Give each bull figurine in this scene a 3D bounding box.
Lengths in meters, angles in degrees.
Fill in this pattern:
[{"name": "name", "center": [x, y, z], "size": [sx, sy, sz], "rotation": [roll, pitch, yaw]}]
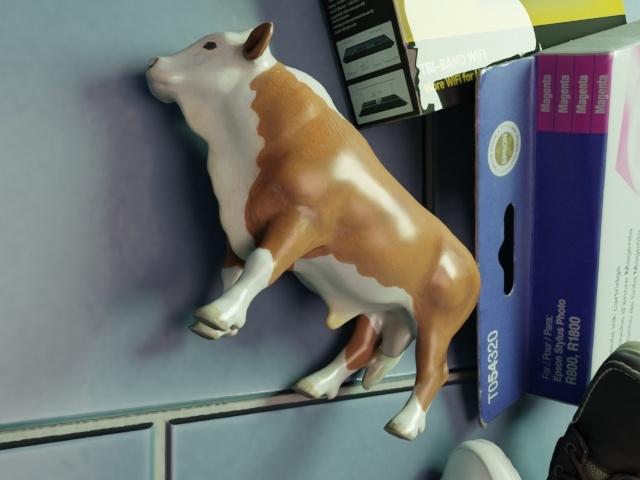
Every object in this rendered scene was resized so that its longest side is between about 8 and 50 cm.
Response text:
[{"name": "bull figurine", "center": [0.000, 0.000, 0.491], "size": [0.310, 0.101, 0.188], "rotation": [36, 69, -29]}]

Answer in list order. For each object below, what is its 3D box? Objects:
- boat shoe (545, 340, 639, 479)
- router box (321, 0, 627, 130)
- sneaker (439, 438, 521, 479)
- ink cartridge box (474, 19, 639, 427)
[{"name": "boat shoe", "center": [0.249, 0.214, 0.625], "size": [0.092, 0.103, 0.285], "rotation": [-23, 133, -27]}, {"name": "router box", "center": [0.133, -0.248, 0.611], "size": [0.309, 0.081, 0.242], "rotation": [-23, 102, -35]}, {"name": "sneaker", "center": [0.094, 0.270, 0.560], "size": [0.115, 0.090, 0.232], "rotation": [22, 74, -31]}, {"name": "ink cartridge box", "center": [0.266, -0.023, 0.654], "size": [0.330, 0.071, 0.323], "rotation": [-25, 119, -38]}]
